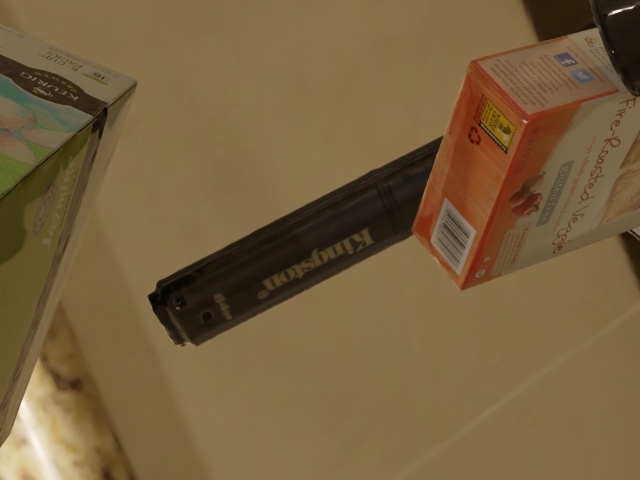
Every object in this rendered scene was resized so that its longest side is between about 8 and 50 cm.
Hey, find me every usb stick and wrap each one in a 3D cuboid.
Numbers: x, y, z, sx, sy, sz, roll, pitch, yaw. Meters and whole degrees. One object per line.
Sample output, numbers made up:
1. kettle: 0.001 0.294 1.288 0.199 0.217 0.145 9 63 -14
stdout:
1. usb stick: 0.000 0.000 1.049 0.045 0.278 0.077 62 178 35

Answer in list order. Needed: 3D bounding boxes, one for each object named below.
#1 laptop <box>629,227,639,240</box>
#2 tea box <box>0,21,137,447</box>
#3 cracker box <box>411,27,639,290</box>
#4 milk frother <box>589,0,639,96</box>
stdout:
1. laptop: 0.626 -0.158 2.013 0.382 0.236 0.408 42 92 19
2. tea box: -0.308 0.034 0.884 0.220 0.323 0.329 23 111 -1
3. cracker box: 0.187 -0.068 0.914 0.067 0.232 0.155 52 145 31
4. milk frother: 0.220 -0.180 0.786 0.135 0.129 0.143 -20 124 25
